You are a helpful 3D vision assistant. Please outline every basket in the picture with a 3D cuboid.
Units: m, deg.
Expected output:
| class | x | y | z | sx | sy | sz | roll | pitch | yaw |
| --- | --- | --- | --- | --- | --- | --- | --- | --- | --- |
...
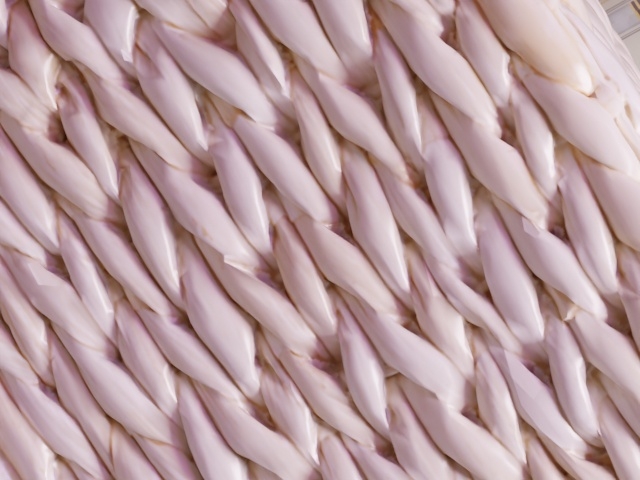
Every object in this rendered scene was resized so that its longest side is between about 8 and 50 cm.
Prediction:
| class | x | y | z | sx | sy | sz | roll | pitch | yaw |
| --- | --- | --- | --- | --- | --- | --- | --- | --- | --- |
| basket | 0.000 | 0.000 | 0.679 | 0.331 | 0.266 | 0.328 | 55 | 12 | -8 |

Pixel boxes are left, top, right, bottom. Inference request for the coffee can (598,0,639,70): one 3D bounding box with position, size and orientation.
| class | x | y | z | sx | sy | sz | roll | pitch | yaw |
| --- | --- | --- | --- | --- | --- | --- | --- | --- | --- |
| coffee can | 0.224 | -0.177 | 1.135 | 0.201 | 0.275 | 0.202 | 22 | 56 | -36 |
